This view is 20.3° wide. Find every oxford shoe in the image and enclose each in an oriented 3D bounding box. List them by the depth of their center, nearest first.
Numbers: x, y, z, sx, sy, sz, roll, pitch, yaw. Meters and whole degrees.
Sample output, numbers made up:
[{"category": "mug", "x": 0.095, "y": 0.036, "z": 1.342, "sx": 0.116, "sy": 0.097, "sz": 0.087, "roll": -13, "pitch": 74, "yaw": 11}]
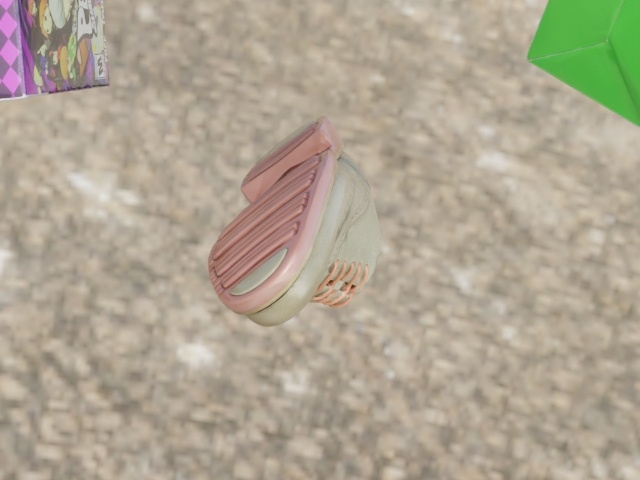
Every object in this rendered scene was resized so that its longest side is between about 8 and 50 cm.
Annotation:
[{"category": "oxford shoe", "x": 0.000, "y": 0.000, "z": 1.677, "sx": 0.146, "sy": 0.140, "sz": 0.397, "roll": 51, "pitch": 19, "yaw": -12}]

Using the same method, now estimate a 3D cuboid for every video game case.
[{"category": "video game case", "x": -0.203, "y": -0.218, "z": 1.273, "sx": 0.042, "sy": 0.232, "sz": 0.210, "roll": -2, "pitch": 6, "yaw": 10}]

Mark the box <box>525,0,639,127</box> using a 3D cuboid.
[{"category": "box", "x": 0.308, "y": -0.260, "z": 1.443, "sx": 0.127, "sy": 0.262, "sz": 0.231, "roll": 33, "pitch": 47, "yaw": 15}]
